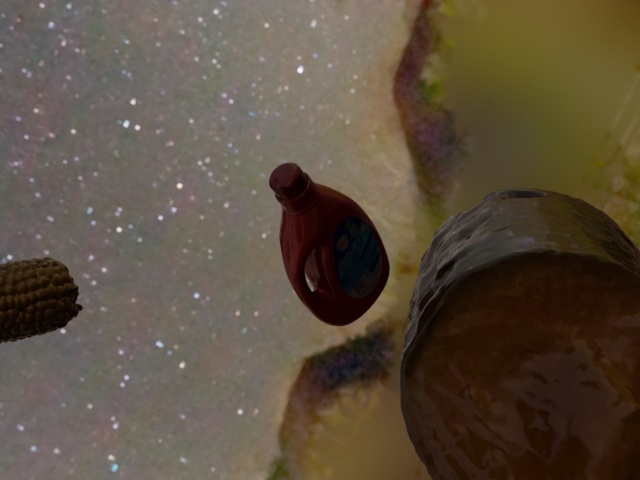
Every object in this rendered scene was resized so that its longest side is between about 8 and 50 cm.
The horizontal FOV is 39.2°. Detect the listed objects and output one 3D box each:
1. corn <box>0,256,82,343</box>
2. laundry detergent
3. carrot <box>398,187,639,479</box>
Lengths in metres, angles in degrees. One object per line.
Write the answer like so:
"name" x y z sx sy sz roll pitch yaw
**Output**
"corn" -0.399 0.077 0.993 0.091 0.260 0.091 142 115 -65
"laundry detergent" 0.000 0.000 0.756 0.097 0.049 0.165 -58 -42 -20
"carrot" 0.190 0.099 0.785 0.341 0.241 0.242 -74 5 -67
